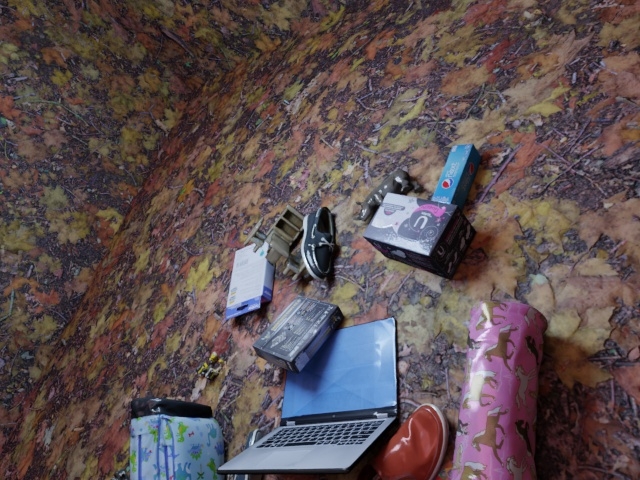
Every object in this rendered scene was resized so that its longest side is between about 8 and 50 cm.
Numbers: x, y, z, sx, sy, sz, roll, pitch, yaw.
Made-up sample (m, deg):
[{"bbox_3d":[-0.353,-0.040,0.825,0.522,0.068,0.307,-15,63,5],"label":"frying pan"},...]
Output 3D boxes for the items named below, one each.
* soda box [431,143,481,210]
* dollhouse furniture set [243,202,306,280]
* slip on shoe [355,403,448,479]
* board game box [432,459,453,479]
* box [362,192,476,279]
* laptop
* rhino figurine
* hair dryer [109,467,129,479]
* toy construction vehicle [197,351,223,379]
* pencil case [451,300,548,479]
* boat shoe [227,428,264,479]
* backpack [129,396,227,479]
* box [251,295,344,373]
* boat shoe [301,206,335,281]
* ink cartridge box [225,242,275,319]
[{"bbox_3d":[0.400,-0.178,1.264,0.067,0.071,0.210,8,67,46],"label":"soda box"},{"bbox_3d":[-0.125,-0.015,1.513,0.161,0.212,0.242,-51,12,11],"label":"dollhouse furniture set"},{"bbox_3d":[0.163,0.502,0.945,0.331,0.101,0.123,-51,37,-2],"label":"slip on shoe"},{"bbox_3d":[0.287,0.529,0.862,0.133,0.033,0.169,-47,40,4],"label":"board game box"},{"bbox_3d":[0.272,-0.022,1.209,0.247,0.142,0.163,20,76,48],"label":"box"},{"bbox_3d":[-0.020,0.387,1.108,0.381,0.407,0.237,-20,82,32],"label":"laptop"},{"bbox_3d":[0.205,-0.140,1.416,0.243,0.073,0.106,-37,46,18],"label":"rhino figurine"},{"bbox_3d":[-0.607,0.865,1.314,0.294,0.080,0.223,70,158,9],"label":"hair dryer"},{"bbox_3d":[-0.393,0.458,1.549,0.098,0.035,0.086,-55,29,-9],"label":"toy construction vehicle"},{"bbox_3d":[0.361,0.309,0.855,0.159,0.167,0.386,6,62,20],"label":"pencil case"},{"bbox_3d":[-0.206,0.655,1.180,0.079,0.095,0.255,-10,63,24],"label":"boat shoe"},{"bbox_3d":[-0.408,0.652,1.235,0.273,0.290,0.356,-6,62,22],"label":"backpack"},{"bbox_3d":[-0.067,0.275,1.299,0.183,0.056,0.231,5,40,45],"label":"box"},{"bbox_3d":[0.000,0.000,1.467,0.091,0.114,0.303,-34,43,27],"label":"boat shoe"},{"bbox_3d":[-0.260,0.149,1.634,0.185,0.065,0.311,-23,45,29],"label":"ink cartridge box"}]
